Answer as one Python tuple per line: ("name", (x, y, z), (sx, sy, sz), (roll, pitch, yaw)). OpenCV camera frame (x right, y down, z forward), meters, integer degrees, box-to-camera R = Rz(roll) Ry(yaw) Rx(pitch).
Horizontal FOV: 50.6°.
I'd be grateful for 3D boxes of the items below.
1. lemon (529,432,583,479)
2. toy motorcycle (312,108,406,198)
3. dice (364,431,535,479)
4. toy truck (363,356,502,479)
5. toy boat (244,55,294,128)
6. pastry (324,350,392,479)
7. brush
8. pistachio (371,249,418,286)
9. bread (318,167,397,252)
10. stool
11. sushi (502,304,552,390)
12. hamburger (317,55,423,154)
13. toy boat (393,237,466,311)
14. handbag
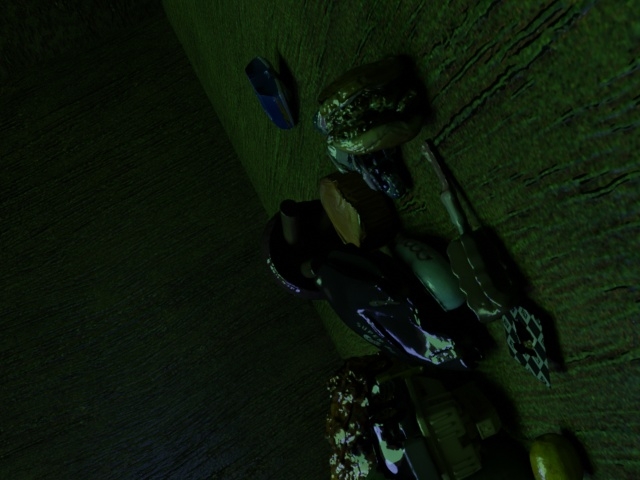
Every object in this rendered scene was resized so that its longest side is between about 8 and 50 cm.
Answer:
("lemon", (0.381, 0.363, 1.091), (0.082, 0.082, 0.110), (-171, 59, -78))
("toy motorcycle", (0.060, -0.190, 1.258), (0.204, 0.108, 0.239), (35, 147, 54))
("dice", (0.297, 0.603, 1.437), (0.318, 0.322, 0.330), (66, 169, -7))
("toy truck", (0.226, 0.360, 1.437), (0.405, 0.254, 0.180), (-88, -23, -81))
("toy boat", (-0.115, -0.374, 1.819), (0.129, 0.088, 0.295), (60, -179, 18))
("pastry", (0.179, 0.484, 1.798), (0.292, 0.337, 0.405), (48, -144, -52))
("brush", (0.219, -0.024, 1.039), (0.084, 0.071, 0.301), (124, 130, -60))
("pistachio", (0.134, 0.097, 1.533), (0.206, 0.131, 0.129), (31, 176, 12))
("bread", (0.085, -0.068, 1.474), (0.199, 0.104, 0.199), (56, 164, 25))
("stool", (0.000, 0.000, 1.688), (0.272, 0.272, 0.178), (62, 156, 12))
("sushi", (0.318, 0.143, 1.024), (0.120, 0.026, 0.126), (-132, 22, -66))
("hamburger", (0.070, -0.197, 1.053), (0.185, 0.159, 0.131), (-2, 121, 50))
("toy boat", (0.210, 0.054, 1.240), (0.134, 0.079, 0.207), (52, -179, -17))
("handbag", (0.160, 0.146, 1.315), (0.342, 0.152, 0.288), (40, 170, -9))
